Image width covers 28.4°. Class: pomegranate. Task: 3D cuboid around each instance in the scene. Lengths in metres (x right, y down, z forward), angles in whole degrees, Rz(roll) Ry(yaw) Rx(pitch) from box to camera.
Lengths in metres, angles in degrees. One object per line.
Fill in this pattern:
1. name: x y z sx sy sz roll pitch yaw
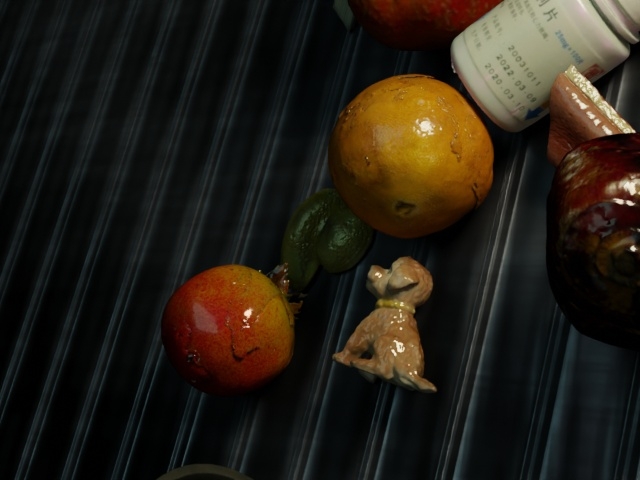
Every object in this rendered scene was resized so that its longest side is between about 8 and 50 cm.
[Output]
1. pomegranate: -0.132 0.130 1.952 0.235 0.210 0.210 -44 39 -22

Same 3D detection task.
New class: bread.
1. bread: 0.367 -0.133 1.709 0.192 0.067 0.119 55 136 19
2. bread: 0.000 0.000 2.004 0.188 0.065 0.149 -51 49 6

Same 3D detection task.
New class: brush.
1. brush: 0.071 -0.506 2.124 0.090 0.017 0.314 -120 36 -43

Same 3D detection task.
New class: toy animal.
1. toy animal: 0.129 0.118 1.795 0.184 0.104 0.185 12 72 47

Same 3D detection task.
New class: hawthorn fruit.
1. hawthorn fruit: 0.186 -0.421 1.931 0.275 0.299 0.275 13 111 36

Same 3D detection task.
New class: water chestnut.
1. water chestnut: 0.400 0.000 1.503 0.289 0.289 0.244 11 66 45

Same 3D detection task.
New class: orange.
1. orange: 0.129 -0.123 1.827 0.240 0.240 0.240 -21 55 33

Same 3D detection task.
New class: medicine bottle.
1. medicine bottle: 0.340 -0.293 1.772 0.293 0.170 0.170 -34 49 24

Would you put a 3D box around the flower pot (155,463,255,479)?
1. flower pot: -0.173 0.472 1.801 0.166 0.269 0.269 -52 39 39
